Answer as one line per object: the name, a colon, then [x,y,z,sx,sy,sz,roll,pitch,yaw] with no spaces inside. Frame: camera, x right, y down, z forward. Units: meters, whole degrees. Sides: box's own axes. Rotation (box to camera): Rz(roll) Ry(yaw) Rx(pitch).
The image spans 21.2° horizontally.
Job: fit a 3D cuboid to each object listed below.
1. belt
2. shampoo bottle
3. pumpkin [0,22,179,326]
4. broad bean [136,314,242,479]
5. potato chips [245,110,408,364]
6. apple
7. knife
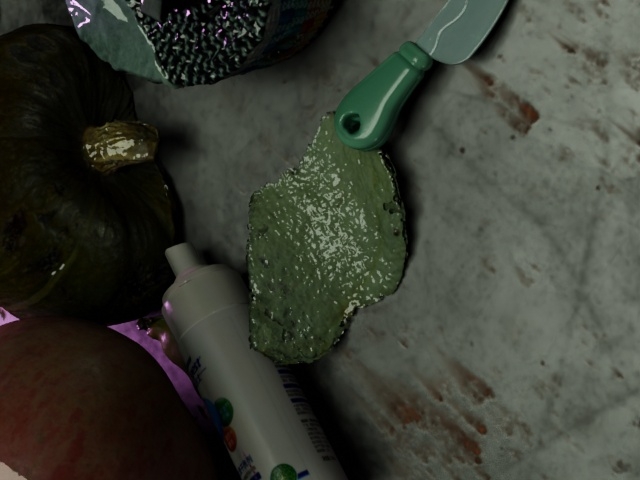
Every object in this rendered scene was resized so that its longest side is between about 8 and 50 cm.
belt: [-0.118,-0.251,1.613,0.257,0.150,0.207,14,112,33]
shampoo bottle: [-0.075,0.130,1.639,0.092,0.092,0.303,-42,65,30]
pumpkin: [-0.282,-0.062,1.696,0.242,0.232,0.325,-30,82,30]
broad bean: [-0.097,0.168,1.696,0.256,0.052,0.052,54,158,18]
potato chips: [-0.002,0.002,1.607,0.167,0.059,0.228,42,102,11]
apple: [-0.242,0.221,1.647,0.344,0.269,0.345,21,148,14]
knife: [0.108,-0.179,1.520,0.260,0.034,0.063,-48,61,18]
